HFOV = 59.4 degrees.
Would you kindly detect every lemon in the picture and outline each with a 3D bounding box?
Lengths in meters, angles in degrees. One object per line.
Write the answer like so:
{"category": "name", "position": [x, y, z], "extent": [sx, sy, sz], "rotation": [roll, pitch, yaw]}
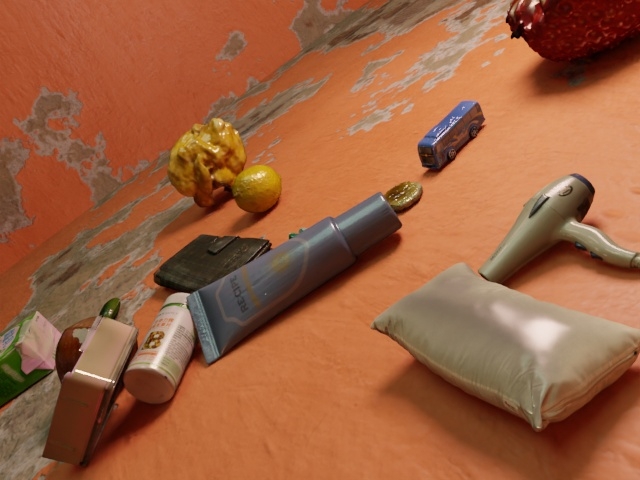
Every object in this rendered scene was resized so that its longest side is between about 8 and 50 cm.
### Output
{"category": "lemon", "position": [-0.147, -0.122, 1.317], "extent": [0.133, 0.109, 0.109], "rotation": [-28, 20, -27]}

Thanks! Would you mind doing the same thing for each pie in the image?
{"category": "pie", "position": [0.141, -0.077, 0.986], "extent": [0.084, 0.020, 0.084], "rotation": [-28, 25, 14]}

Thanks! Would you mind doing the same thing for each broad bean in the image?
{"category": "broad bean", "position": [-0.483, 0.195, 1.251], "extent": [0.069, 0.039, 0.227], "rotation": [-40, 25, 3]}

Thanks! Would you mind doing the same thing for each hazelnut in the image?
{"category": "hazelnut", "position": [-0.409, 0.214, 1.022], "extent": [0.154, 0.143, 0.143], "rotation": [-4, 35, 20]}

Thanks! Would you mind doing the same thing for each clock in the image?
{"category": "clock", "position": [-0.356, 0.235, 0.874], "extent": [0.147, 0.071, 0.192], "rotation": [-90, 23, -61]}

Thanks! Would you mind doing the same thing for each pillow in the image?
{"category": "pillow", "position": [0.175, 0.092, 0.572], "extent": [0.144, 0.078, 0.254], "rotation": [-38, 27, -16]}

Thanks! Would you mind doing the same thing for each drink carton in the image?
{"category": "drink carton", "position": [-0.749, 0.303, 1.302], "extent": [0.271, 0.108, 0.161], "rotation": [-36, 25, -1]}

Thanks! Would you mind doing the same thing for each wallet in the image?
{"category": "wallet", "position": [-0.238, 0.051, 1.197], "extent": [0.169, 0.044, 0.317], "rotation": [-46, 28, -25]}

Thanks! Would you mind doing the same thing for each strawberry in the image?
{"category": "strawberry", "position": [0.483, -0.428, 0.999], "extent": [0.261, 0.257, 0.261], "rotation": [-56, 10, 15]}

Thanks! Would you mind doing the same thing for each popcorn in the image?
{"category": "popcorn", "position": [-0.316, -0.212, 1.539], "extent": [0.190, 0.254, 0.191], "rotation": [-7, 20, -44]}

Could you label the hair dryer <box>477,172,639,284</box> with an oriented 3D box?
{"category": "hair dryer", "position": [0.274, 0.025, 0.630], "extent": [0.167, 0.067, 0.199], "rotation": [-38, 38, 14]}

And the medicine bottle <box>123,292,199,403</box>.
{"category": "medicine bottle", "position": [-0.256, 0.177, 0.944], "extent": [0.086, 0.086, 0.183], "rotation": [-24, 27, 23]}

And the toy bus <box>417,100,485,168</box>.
{"category": "toy bus", "position": [0.239, -0.195, 1.028], "extent": [0.153, 0.061, 0.051], "rotation": [-43, 31, -21]}

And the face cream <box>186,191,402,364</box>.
{"category": "face cream", "position": [-0.047, 0.050, 0.915], "extent": [0.385, 0.086, 0.136], "rotation": [-32, 58, 8]}

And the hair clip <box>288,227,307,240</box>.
{"category": "hair clip", "position": [0.000, 0.001, 1.006], "extent": [0.173, 0.049, 0.049], "rotation": [0, 42, 49]}
